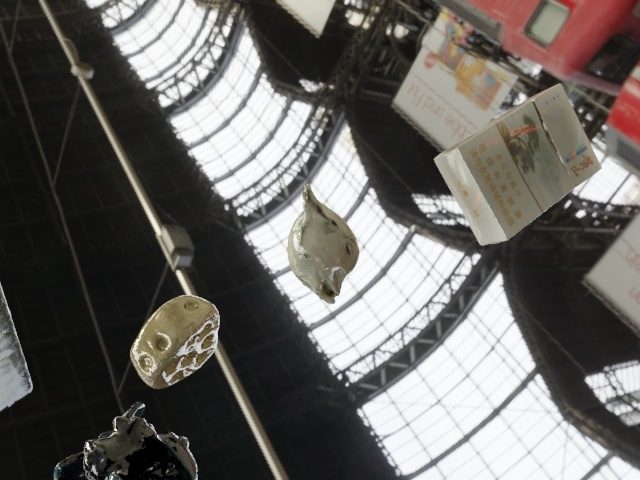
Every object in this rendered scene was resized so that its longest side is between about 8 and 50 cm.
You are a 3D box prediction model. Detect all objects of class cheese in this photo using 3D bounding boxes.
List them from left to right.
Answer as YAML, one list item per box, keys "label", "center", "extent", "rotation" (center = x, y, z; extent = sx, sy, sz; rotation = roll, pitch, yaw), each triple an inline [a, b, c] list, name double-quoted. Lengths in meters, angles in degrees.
- label: "cheese"
  center: [-0.338, 0.239, 1.495]
  extent: [0.117, 0.235, 0.218]
  rotation: [37, 167, 22]

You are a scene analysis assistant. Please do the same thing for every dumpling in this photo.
- label: "dumpling"
  center: [0.000, 0.000, 1.235]
  extent: [0.142, 0.246, 0.172]
  rotation: [-10, -155, -6]

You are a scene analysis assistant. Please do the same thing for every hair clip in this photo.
- label: "hair clip"
  center: [-0.331, 0.420, 1.111]
  extent: [0.206, 0.310, 0.194]
  rotation: [40, -127, 17]

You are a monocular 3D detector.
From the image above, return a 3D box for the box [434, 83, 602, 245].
- label: "box"
  center: [0.295, -0.114, 0.926]
  extent: [0.233, 0.067, 0.149]
  rotation: [-33, -81, -25]

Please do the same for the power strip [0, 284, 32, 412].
- label: "power strip"
  center: [-0.367, 0.082, 0.456]
  extent: [0.092, 0.251, 0.257]
  rotation: [25, -140, 34]
